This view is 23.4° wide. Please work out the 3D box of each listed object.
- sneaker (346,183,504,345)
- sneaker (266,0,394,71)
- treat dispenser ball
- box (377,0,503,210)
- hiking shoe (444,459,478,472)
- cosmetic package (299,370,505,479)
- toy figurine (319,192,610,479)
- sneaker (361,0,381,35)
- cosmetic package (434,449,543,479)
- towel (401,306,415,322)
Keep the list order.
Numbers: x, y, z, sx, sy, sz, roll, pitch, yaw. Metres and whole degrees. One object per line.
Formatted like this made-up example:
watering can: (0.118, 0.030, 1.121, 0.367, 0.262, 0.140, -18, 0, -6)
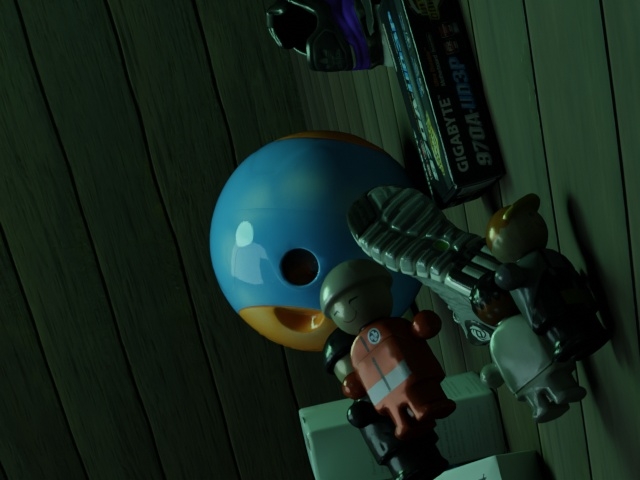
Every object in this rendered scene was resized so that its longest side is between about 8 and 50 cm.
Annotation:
sneaker: (0.120, 0.039, 1.512, 0.228, 0.086, 0.132, 34, 157, 44)
sneaker: (-0.001, -0.303, 1.912, 0.293, 0.146, 0.102, -109, 6, -51)
treat dispenser ball: (0.000, 0.000, 2.005, 0.288, 0.288, 0.288, 165, 90, -87)
box: (0.114, -0.148, 1.496, 0.175, 0.051, 0.220, 112, 142, -84)
hiking shoe: (0.168, 0.284, 2.067, 0.304, 0.113, 0.132, 46, -160, -68)
cosmetic package: (0.097, 0.231, 1.873, 0.117, 0.231, 0.086, -122, 19, -81)
toy figurine: (0.108, 0.078, 1.227, 0.148, 0.209, 0.213, 61, 171, 24)
sneaker: (0.048, -0.330, 1.781, 0.089, 0.051, 0.170, 95, 157, -67)
cosmetic package: (0.098, 0.416, 1.679, 0.097, 0.377, 0.284, 7, -116, -53)
towel: (0.113, 0.166, 2.619, 0.320, 0.090, 0.375, -115, 10, -54)
